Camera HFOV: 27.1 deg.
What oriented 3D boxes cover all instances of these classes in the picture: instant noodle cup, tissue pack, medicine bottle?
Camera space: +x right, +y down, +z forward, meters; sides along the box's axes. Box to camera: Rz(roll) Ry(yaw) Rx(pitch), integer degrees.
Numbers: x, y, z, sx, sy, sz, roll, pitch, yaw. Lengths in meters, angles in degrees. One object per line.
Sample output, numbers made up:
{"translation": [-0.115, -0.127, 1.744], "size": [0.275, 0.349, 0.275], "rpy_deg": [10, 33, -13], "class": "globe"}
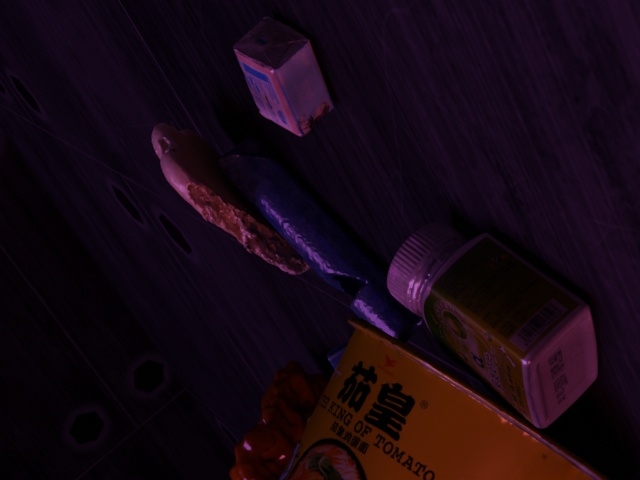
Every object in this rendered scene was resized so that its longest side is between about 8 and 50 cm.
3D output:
{"translation": [0.100, 0.265, 1.350], "size": [0.326, 0.254, 0.325], "rpy_deg": [32, 177, 2], "class": "instant noodle cup"}
{"translation": [-0.035, -0.158, 1.274], "size": [0.074, 0.059, 0.094], "rpy_deg": [35, 159, 37], "class": "tissue pack"}
{"translation": [0.155, 0.066, 1.211], "size": [0.188, 0.088, 0.132], "rpy_deg": [38, 163, 35], "class": "medicine bottle"}

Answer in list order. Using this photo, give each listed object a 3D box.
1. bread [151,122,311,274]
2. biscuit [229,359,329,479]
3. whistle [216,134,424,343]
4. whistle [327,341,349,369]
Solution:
{"translation": [-0.111, -0.054, 1.603], "size": [0.251, 0.039, 0.182], "rpy_deg": [37, -167, -36], "class": "bread"}
{"translation": [0.013, 0.353, 1.972], "size": [0.318, 0.110, 0.312], "rpy_deg": [45, -154, -8], "class": "biscuit"}
{"translation": [0.000, 0.000, 1.540], "size": [0.304, 0.062, 0.062], "rpy_deg": [46, 164, 12], "class": "whistle"}
{"translation": [0.069, 0.218, 1.808], "size": [0.090, 0.090, 0.158], "rpy_deg": [24, 149, 58], "class": "whistle"}
